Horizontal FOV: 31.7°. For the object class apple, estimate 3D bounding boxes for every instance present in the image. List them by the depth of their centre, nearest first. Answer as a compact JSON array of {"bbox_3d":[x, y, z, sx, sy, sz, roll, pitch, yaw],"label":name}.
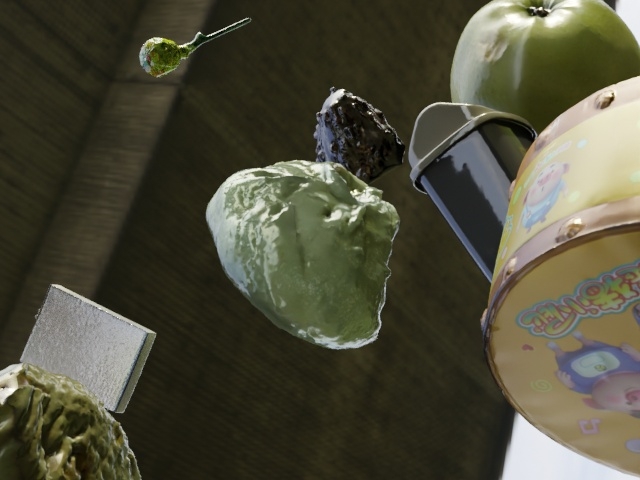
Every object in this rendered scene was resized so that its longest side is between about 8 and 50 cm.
[{"bbox_3d":[0.406,-0.272,2.002,0.357,0.357,0.357,-6,-83,-54],"label":"apple"}]

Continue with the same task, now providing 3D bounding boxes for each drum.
[{"bbox_3d":[0.376,0.050,1.119,0.431,0.431,0.214,59,-143,-38],"label":"drum"}]

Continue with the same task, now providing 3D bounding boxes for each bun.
[{"bbox_3d":[0.000,0.000,1.057,0.204,0.212,0.126,17,-62,-41],"label":"bun"}]

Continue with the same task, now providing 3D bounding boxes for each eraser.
[{"bbox_3d":[-0.276,0.127,1.325,0.103,0.150,0.023,-68,-23,1],"label":"eraser"}]

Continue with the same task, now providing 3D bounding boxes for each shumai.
[{"bbox_3d":[-0.297,0.253,1.045,0.189,0.218,0.255,5,-112,-76],"label":"shumai"}]

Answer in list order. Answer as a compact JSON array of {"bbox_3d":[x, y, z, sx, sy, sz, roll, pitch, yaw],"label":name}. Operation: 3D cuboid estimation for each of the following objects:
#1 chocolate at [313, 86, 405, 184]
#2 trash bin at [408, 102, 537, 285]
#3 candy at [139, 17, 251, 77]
[{"bbox_3d":[0.049,-0.186,1.863,0.156,0.156,0.133,-60,-33,-32],"label":"chocolate"},{"bbox_3d":[0.264,-0.071,1.679,0.209,0.182,0.290,10,-134,-58],"label":"trash bin"},{"bbox_3d":[-0.115,-0.187,1.053,0.123,0.035,0.035,-29,-80,-25],"label":"candy"}]
